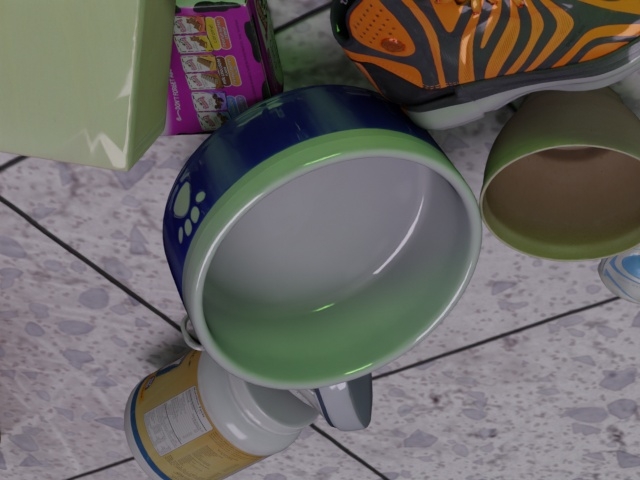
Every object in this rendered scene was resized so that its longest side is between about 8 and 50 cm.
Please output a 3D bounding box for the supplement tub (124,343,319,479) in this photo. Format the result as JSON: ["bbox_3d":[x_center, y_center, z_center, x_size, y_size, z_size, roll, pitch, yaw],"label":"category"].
[{"bbox_3d":[-0.106,0.182,1.691,0.144,0.144,0.199,31,136,-30],"label":"supplement tub"}]

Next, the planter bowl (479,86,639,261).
[{"bbox_3d":[0.220,-0.071,1.345,0.162,0.109,0.162,3,143,2],"label":"planter bowl"}]

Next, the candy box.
[{"bbox_3d":[-0.158,-0.162,1.300,0.233,0.071,0.159,-2,143,8],"label":"candy box"}]

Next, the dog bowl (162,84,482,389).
[{"bbox_3d":[0.000,0.000,1.338,0.265,0.104,0.265,-14,132,-15],"label":"dog bowl"}]

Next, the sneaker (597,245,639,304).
[{"bbox_3d":[0.387,0.038,1.496,0.237,0.085,0.086,14,135,-16],"label":"sneaker"}]

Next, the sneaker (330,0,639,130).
[{"bbox_3d":[0.141,-0.196,1.175,0.321,0.125,0.180,-24,135,33],"label":"sneaker"}]

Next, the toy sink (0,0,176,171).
[{"bbox_3d":[-0.192,-0.189,1.152,0.152,0.131,0.234,9,112,6],"label":"toy sink"}]

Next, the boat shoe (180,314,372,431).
[{"bbox_3d":[-0.061,0.072,1.549,0.156,0.136,0.367,-8,138,17],"label":"boat shoe"}]
